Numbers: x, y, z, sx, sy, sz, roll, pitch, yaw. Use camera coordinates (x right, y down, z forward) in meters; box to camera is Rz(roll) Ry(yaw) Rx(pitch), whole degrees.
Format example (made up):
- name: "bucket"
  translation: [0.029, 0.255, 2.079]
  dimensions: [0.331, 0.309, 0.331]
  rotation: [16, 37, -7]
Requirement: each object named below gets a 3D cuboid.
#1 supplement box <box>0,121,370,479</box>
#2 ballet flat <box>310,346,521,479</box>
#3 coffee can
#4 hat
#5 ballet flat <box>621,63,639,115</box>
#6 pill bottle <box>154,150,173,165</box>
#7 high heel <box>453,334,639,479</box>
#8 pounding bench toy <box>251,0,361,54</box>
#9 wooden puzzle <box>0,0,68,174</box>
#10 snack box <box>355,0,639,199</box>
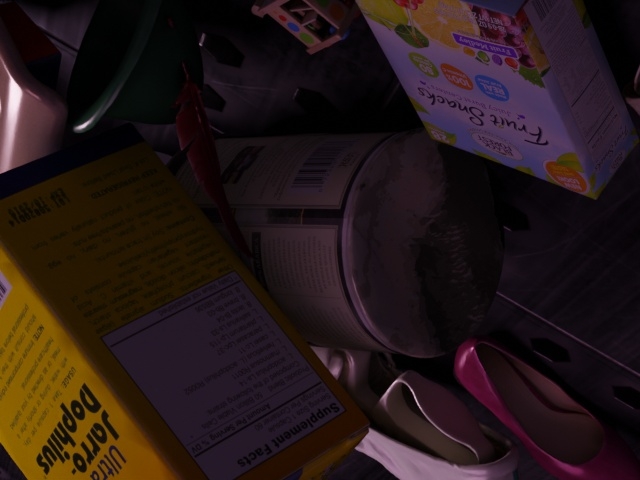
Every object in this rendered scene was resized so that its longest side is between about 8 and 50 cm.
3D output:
- name: "supplement box"
  translation: [-0.165, 0.110, 1.491]
  dimensions: [0.356, 0.194, 0.195]
  rotation: [51, 137, 14]
- name: "ballet flat"
  translation: [0.067, 0.176, 1.921]
  dimensions: [0.400, 0.139, 0.139]
  rotation: [32, 159, 25]
- name: "coffee can"
  translation: [0.000, 0.000, 1.567]
  dimensions: [0.275, 0.201, 0.201]
  rotation: [2, 144, 46]
- name: "hat"
  translation: [-0.107, -0.135, 1.488]
  dimensions: [0.183, 0.208, 0.173]
  rotation: [22, -164, -23]
- name: "ballet flat"
  translation: [0.260, -0.125, 1.224]
  dimensions: [0.052, 0.057, 0.168]
  rotation: [39, 155, 2]
- name: "pill bottle"
  translation: [-0.225, 0.047, 1.893]
  dimensions: [0.210, 0.210, 0.363]
  rotation: [31, 156, -2]
- name: "high heel"
  translation: [0.246, 0.184, 1.803]
  dimensions: [0.244, 0.082, 0.117]
  rotation: [40, 167, 8]
- name: "pounding bench toy"
  translation: [-0.011, -0.188, 1.398]
  dimensions: [0.065, 0.052, 0.083]
  rotation: [38, 154, -19]
- name: "wooden puzzle"
  translation: [-0.327, -0.194, 1.592]
  dimensions: [0.348, 0.080, 0.322]
  rotation: [57, 156, 15]
- name: "snack box"
  translation: [0.129, -0.139, 1.289]
  dimensions: [0.174, 0.070, 0.207]
  rotation: [24, 159, 41]
